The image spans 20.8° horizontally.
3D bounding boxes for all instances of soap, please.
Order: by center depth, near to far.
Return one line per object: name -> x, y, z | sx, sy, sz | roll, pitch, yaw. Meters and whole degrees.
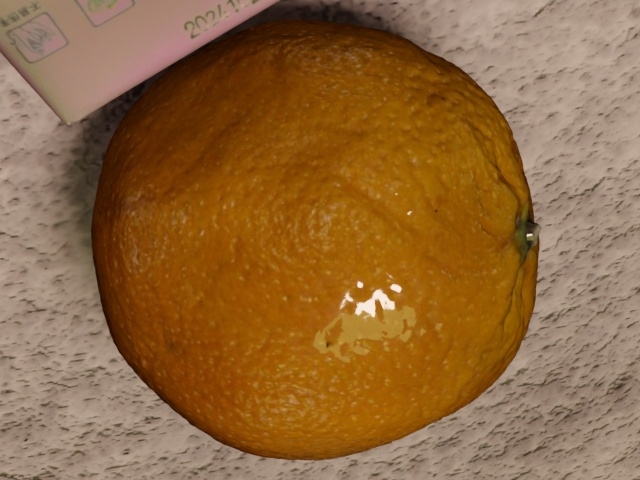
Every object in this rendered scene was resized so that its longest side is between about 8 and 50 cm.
soap -> -0.089, -0.187, 0.826 | 0.199, 0.182, 0.138 | -29, 136, 4

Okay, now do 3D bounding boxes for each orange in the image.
orange -> 0.000, 0.000, 0.987 | 0.264, 0.264, 0.264 | -12, 135, -12
